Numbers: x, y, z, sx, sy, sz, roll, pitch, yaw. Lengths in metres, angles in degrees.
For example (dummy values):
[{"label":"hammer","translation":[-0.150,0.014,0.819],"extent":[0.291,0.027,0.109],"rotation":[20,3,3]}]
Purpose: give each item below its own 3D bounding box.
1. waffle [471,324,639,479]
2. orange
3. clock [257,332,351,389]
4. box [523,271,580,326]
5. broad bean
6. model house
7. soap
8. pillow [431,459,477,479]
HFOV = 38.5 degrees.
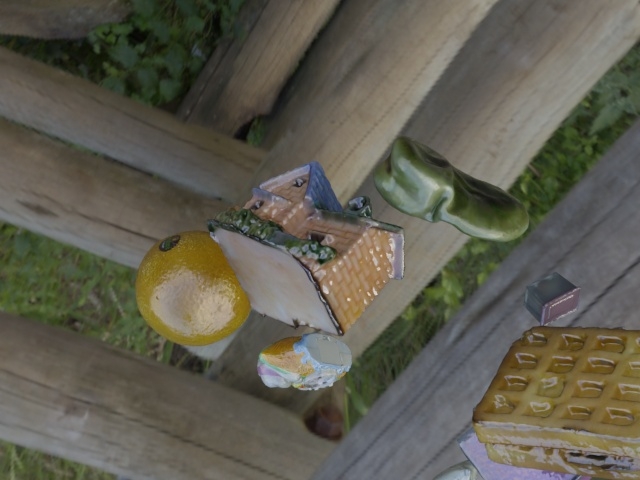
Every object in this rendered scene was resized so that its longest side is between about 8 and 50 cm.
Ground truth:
[{"label":"waffle","translation":[0.393,0.221,1.273],"extent":[0.328,0.224,0.098],"rotation":[-3,128,43]},{"label":"orange","translation":[-0.235,0.089,1.712],"extent":[0.236,0.236,0.236],"rotation":[-1,116,-2]},{"label":"clock","translation":[-0.037,0.249,1.849],"extent":[0.144,0.103,0.231],"rotation":[-33,146,31]},{"label":"box","translation":[0.408,0.103,1.628],"extent":[0.085,0.063,0.060],"rotation":[-25,136,-19]},{"label":"broad bean","translation":[0.162,-0.061,1.158],"extent":[0.207,0.153,0.072],"rotation":[23,122,-23]},{"label":"model house","translation":[0.000,0.000,1.098],"extent":[0.172,0.183,0.166],"rotation":[-43,130,-25]},{"label":"soap","translation":[0.377,0.322,1.508],"extent":[0.259,0.181,0.081],"rotation":[-45,148,10]},{"label":"pillow","translation":[0.238,0.465,1.689],"extent":[0.078,0.254,0.144],"rotation":[35,90,17]}]
